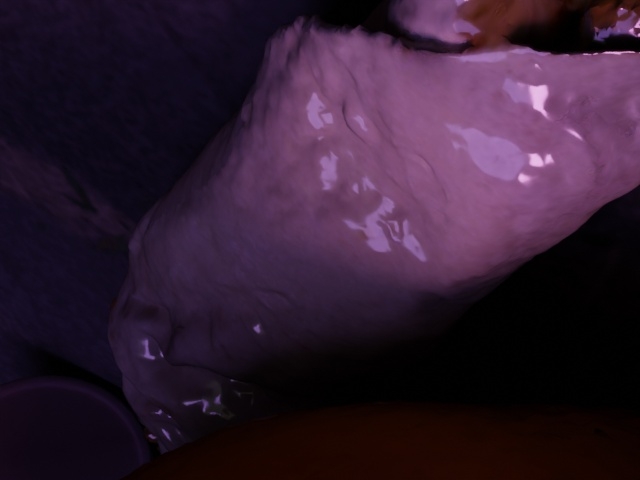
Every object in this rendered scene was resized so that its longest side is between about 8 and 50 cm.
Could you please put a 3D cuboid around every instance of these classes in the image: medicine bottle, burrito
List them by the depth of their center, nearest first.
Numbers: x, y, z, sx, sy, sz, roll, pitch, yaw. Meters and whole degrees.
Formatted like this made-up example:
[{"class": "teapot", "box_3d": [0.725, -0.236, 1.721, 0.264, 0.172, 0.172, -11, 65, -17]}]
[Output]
[{"class": "burrito", "box_3d": [0.000, 0.000, 0.504, 0.117, 0.076, 0.392, 43, 146, -2]}, {"class": "medicine bottle", "box_3d": [-0.158, 0.196, 0.849, 0.133, 0.133, 0.249, 26, 148, 14]}]

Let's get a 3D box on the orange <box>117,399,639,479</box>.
[{"class": "orange", "box_3d": [0.042, 0.227, 0.502, 0.424, 0.326, 0.424, -2, 161, -1]}]
